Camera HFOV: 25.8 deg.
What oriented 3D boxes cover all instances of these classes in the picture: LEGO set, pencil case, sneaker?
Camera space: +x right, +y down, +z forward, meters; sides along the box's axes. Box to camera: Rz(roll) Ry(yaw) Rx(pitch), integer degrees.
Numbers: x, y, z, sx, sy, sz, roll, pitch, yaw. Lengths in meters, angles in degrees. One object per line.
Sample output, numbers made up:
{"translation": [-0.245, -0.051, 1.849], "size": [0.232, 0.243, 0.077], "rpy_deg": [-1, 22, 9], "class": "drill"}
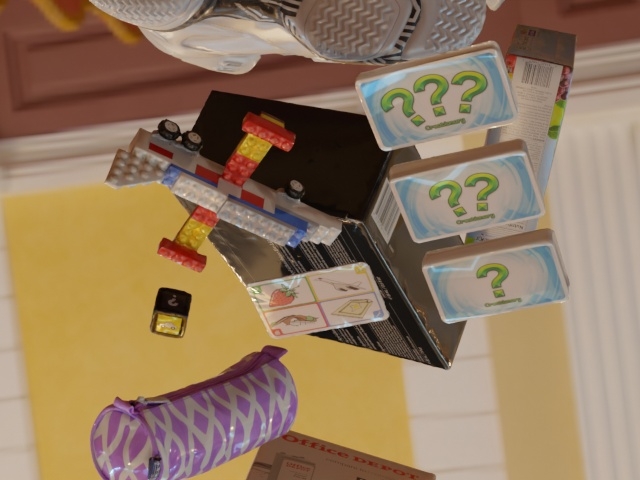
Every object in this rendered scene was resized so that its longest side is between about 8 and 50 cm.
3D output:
{"translation": [0.000, 0.000, 0.769], "size": [0.244, 0.182, 0.060], "rpy_deg": [-11, -140, 15], "class": "LEGO set"}
{"translation": [-0.107, 0.154, 1.209], "size": [0.086, 0.088, 0.206], "rpy_deg": [9, -166, 34], "class": "pencil case"}
{"translation": [-0.032, -0.228, 1.295], "size": [0.366, 0.137, 0.210], "rpy_deg": [9, 178, 4], "class": "sneaker"}

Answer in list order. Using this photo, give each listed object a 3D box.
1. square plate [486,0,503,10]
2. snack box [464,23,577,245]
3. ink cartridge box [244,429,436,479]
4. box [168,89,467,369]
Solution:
{"translation": [0.172, -0.404, 1.169], "size": [0.049, 0.344, 0.347], "rpy_deg": [4, 173, -4], "class": "square plate"}
{"translation": [0.195, -0.093, 1.365], "size": [0.070, 0.207, 0.174], "rpy_deg": [12, -161, 8], "class": "snack box"}
{"translation": [0.004, 0.319, 1.456], "size": [0.207, 0.117, 0.283], "rpy_deg": [17, -163, 2], "class": "ink cartridge box"}
{"translation": [0.011, -0.005, 1.197], "size": [0.184, 0.103, 0.261], "rpy_deg": [10, 154, 26], "class": "box"}
